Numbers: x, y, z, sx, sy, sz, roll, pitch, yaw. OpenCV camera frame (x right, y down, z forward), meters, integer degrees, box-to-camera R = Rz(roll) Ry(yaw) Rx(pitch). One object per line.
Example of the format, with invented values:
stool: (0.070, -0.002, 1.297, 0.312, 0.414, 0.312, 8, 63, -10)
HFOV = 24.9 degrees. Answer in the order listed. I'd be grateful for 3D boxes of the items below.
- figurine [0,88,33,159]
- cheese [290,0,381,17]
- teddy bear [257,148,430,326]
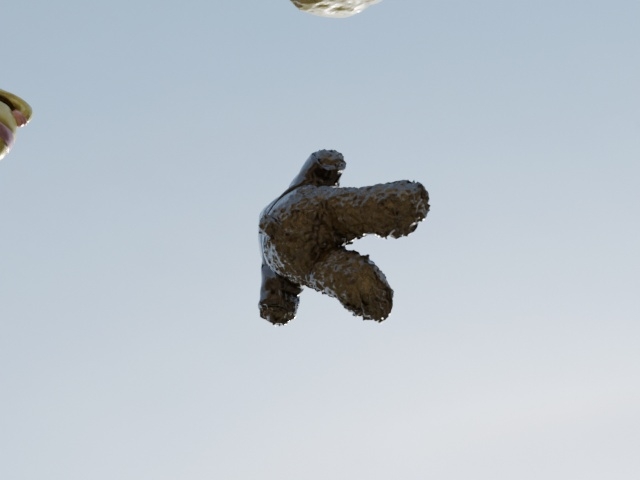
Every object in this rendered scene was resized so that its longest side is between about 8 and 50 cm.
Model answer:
figurine: (-0.373, -0.121, 1.399, 0.187, 0.083, 0.083, 7, -62, -11)
cheese: (0.051, -0.271, 1.329, 0.167, 0.123, 0.093, -23, -95, 36)
teddy bear: (-0.007, -0.003, 0.907, 0.078, 0.160, 0.119, 19, -94, -24)
